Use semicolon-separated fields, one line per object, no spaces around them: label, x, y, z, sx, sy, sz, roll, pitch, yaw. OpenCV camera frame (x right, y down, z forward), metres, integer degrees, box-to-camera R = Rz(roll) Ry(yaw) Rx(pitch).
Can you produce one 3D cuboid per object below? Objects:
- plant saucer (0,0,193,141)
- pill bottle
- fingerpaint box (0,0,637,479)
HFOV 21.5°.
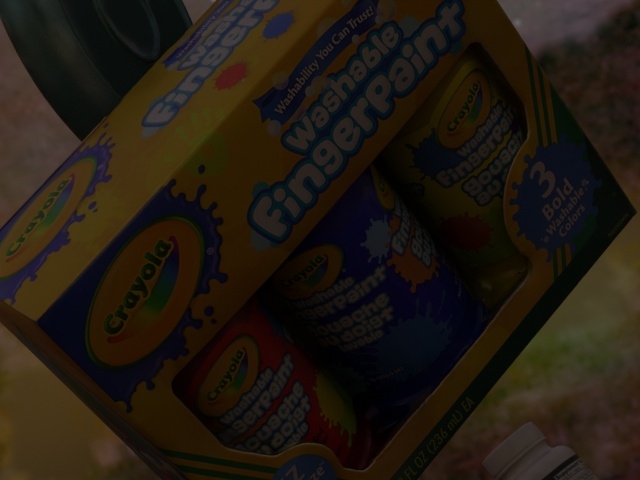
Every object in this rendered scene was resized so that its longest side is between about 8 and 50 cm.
plant saucer;-0.192;-0.203;1.557;0.044;0.317;0.317;-25;-5;23
pill bottle;0.283;0.312;1.994;0.108;0.193;0.108;-37;-15;-12
fingerpaint box;0.000;0.000;1.368;0.445;0.371;0.163;-48;33;-15
